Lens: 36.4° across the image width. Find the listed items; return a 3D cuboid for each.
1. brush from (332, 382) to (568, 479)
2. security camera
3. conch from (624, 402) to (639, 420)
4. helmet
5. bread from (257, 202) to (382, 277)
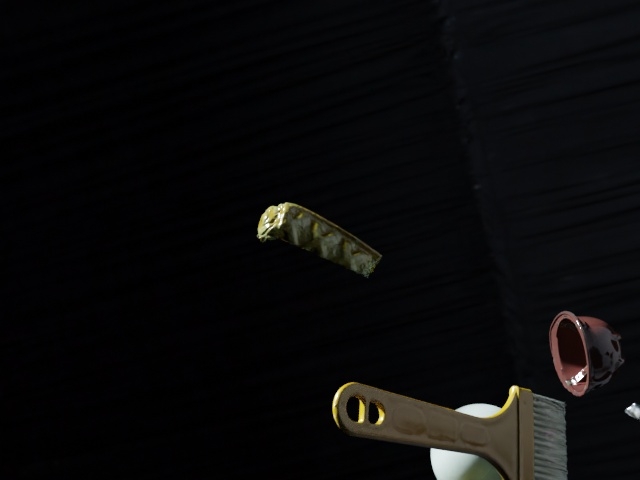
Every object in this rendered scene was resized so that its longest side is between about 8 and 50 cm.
[{"bbox_3d":[0.118,0.160,0.810,0.272,0.013,0.103,19,-115,-33],"label":"brush"},{"bbox_3d":[0.308,0.417,1.788,0.236,0.194,0.194,47,180,14],"label":"security camera"},{"bbox_3d":[0.560,0.234,1.257,0.241,0.313,0.186,-122,33,-66],"label":"conch"},{"bbox_3d":[0.285,0.113,1.013,0.111,0.057,0.089,146,114,-84],"label":"helmet"},{"bbox_3d":[0.000,0.000,1.778,0.128,0.232,0.088,-39,-27,-84],"label":"bread"}]
